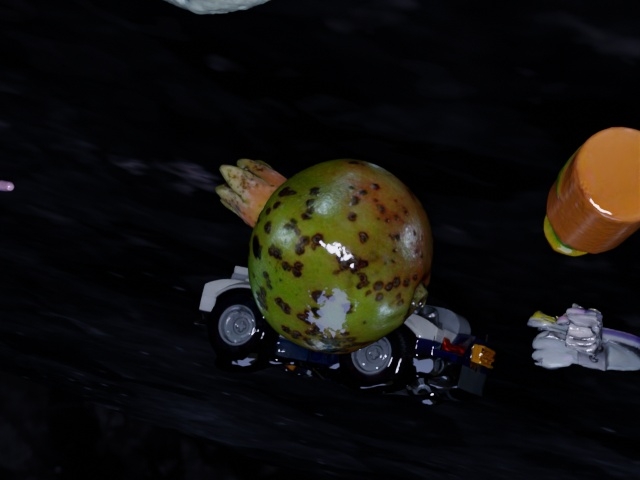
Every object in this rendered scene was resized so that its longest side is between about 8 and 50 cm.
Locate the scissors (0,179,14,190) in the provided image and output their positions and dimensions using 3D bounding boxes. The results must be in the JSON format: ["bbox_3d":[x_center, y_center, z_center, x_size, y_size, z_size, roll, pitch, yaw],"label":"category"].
[{"bbox_3d":[-0.363,-0.062,1.676,0.113,0.012,0.039,3,160,39],"label":"scissors"}]

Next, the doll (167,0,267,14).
[{"bbox_3d":[-0.070,-0.169,0.907,0.214,0.071,0.103,11,158,43],"label":"doll"}]

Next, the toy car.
[{"bbox_3d":[0.033,0.100,1.673,0.301,0.118,0.193,7,171,27],"label":"toy car"}]

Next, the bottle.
[{"bbox_3d":[0.193,-0.024,1.162,0.069,0.069,0.187,15,166,0],"label":"bottle"}]

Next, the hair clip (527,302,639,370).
[{"bbox_3d":[0.261,0.106,1.603,0.116,0.049,0.172,16,168,16],"label":"hair clip"}]

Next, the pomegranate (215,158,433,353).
[{"bbox_3d":[0.000,0.000,1.318,0.205,0.159,0.159,36,175,26],"label":"pomegranate"}]
